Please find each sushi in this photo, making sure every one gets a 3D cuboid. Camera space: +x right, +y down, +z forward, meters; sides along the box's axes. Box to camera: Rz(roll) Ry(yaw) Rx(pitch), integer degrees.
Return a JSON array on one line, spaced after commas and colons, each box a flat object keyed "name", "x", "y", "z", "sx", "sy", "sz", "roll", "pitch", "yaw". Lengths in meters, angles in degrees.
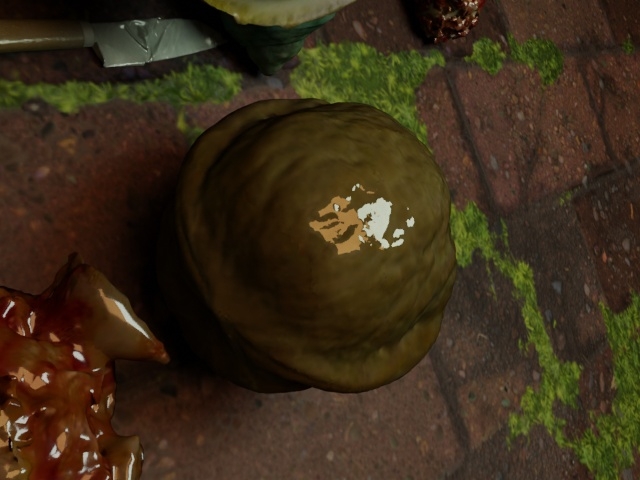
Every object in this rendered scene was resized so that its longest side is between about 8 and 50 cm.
[{"name": "sushi", "x": -0.197, "y": 0.171, "z": 0.375, "sx": 0.196, "sy": 0.182, "sz": 0.343, "roll": 27, "pitch": 61, "yaw": -44}]

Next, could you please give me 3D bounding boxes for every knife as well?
[{"name": "knife", "x": -0.191, "y": -0.175, "z": 0.621, "sx": 0.298, "sy": 0.017, "sz": 0.047, "roll": -24, "pitch": 95, "yaw": -50}]

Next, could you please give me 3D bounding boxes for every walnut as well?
[{"name": "walnut", "x": 0.000, "y": 0.000, "z": 0.595, "sx": 0.283, "sy": 0.227, "sz": 0.283, "roll": 23, "pitch": 50, "yaw": -30}]

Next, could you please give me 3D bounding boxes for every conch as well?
[{"name": "conch", "x": -0.062, "y": -0.274, "z": 0.712, "sx": 0.176, "sy": 0.122, "sz": 0.188, "roll": -16, "pitch": 84, "yaw": -29}]

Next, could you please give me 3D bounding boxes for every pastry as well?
[{"name": "pastry", "x": 0.165, "y": -0.388, "z": 0.988, "sx": 0.097, "sy": 0.115, "sz": 0.208, "roll": -13, "pitch": 87, "yaw": -34}]

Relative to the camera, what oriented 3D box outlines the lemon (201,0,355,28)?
[{"name": "lemon", "x": -0.040, "y": -0.370, "z": 0.501, "sx": 0.364, "sy": 0.364, "sz": 0.364, "roll": 18, "pitch": 64, "yaw": -40}]
